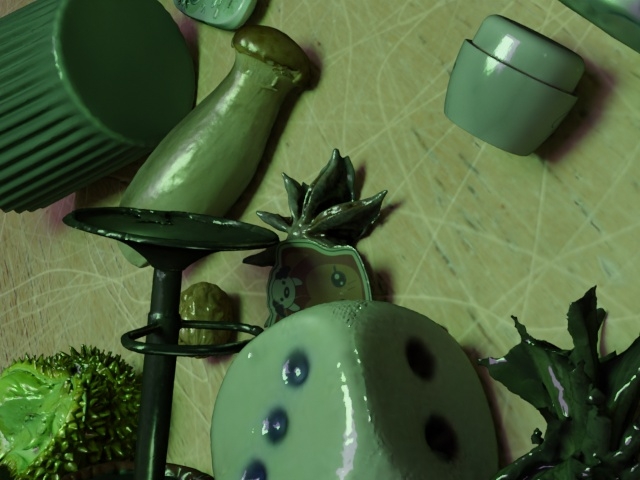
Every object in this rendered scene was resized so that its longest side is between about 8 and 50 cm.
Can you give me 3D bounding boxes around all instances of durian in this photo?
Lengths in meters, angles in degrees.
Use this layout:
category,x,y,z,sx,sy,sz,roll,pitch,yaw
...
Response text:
category,x,y,z,sx,sy,sz,roll,pitch,yaw
durian,-0.313,0.232,1.201,0.237,0.176,0.200,-10,77,51

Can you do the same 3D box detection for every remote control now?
category,x,y,z,sx,sy,sz,roll,pitch,yaw
remote control,-0.154,-0.362,1.377,0.256,0.045,0.097,39,102,51

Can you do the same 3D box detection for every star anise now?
category,x,y,z,sx,sy,sz,roll,pitch,yaw
star anise,0.000,0.000,1.042,0.181,0.061,0.204,-3,74,41

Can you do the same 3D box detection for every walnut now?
category,x,y,z,sx,sy,sz,roll,pitch,yaw
walnut,-0.147,0.095,1.150,0.079,0.083,0.096,122,157,-61

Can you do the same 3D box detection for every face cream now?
category,x,y,z,sx,sy,sz,roll,pitch,yaw
face cream,0.177,-0.143,0.868,0.117,0.117,0.104,47,118,46

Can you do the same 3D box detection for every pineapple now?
category,x,y,z,sx,sy,sz,roll,pitch,yaw
pineapple,0.186,0.209,0.705,0.165,0.165,0.364,-14,56,44

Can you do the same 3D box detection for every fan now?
category,x,y,z,sx,sy,sz,roll,pitch,yaw
fan,0.030,0.072,0.972,0.220,0.009,0.132,13,103,33

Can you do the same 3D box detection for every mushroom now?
category,x,y,z,sx,sy,sz,roll,pitch,yaw
mushroom,-0.139,-0.114,1.196,0.350,0.128,0.128,-55,42,12

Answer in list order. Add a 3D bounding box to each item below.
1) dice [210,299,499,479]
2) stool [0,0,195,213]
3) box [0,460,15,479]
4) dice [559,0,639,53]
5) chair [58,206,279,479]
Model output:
category,x,y,z,sx,sy,sz,roll,pitch,yaw
dice,0.030,0.176,0.836,0.193,0.194,0.191,-35,50,36
stool,-0.382,-0.216,1.393,0.330,0.297,0.297,-15,63,38
box,-0.451,0.394,1.310,0.184,0.143,0.273,-48,44,23
dice,0.317,-0.247,0.595,0.348,0.330,0.328,-53,43,16
chair,-0.177,0.176,1.004,0.226,0.226,0.401,18,103,49
